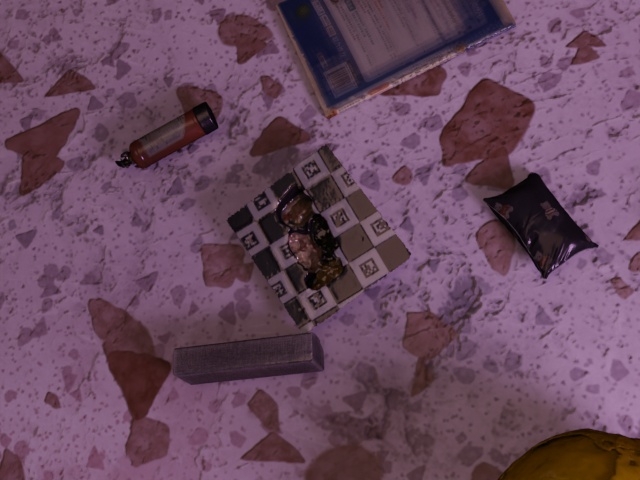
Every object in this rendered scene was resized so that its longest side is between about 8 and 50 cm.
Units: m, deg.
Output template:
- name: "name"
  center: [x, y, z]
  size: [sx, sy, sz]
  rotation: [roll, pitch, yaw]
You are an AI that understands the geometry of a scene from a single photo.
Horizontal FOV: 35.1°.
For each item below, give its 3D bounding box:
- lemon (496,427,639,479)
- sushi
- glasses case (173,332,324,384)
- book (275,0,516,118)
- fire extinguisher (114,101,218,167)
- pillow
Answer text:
- name: "lemon"
  center: [0.313, 0.365, 1.160]
  size: [0.297, 0.297, 0.297]
  rotation: [-4, 72, 13]
- name: "sushi"
  center: [0.000, 0.000, 1.476]
  size: [0.192, 0.050, 0.215]
  rotation: [-37, 73, 5]
- name: "glasses case"
  center: [-0.102, 0.168, 1.438]
  size: [0.204, 0.071, 0.047]
  rotation: [-8, 68, 12]
- name: "book"
  center: [0.112, -0.350, 1.576]
  size: [0.322, 0.018, 0.228]
  rotation: [-24, 70, 6]
- name: "fire extinguisher"
  center: [-0.247, -0.156, 1.590]
  size: [0.177, 0.050, 0.062]
  rotation: [-27, 27, 4]
- name: "pillow"
  center: [0.305, -0.025, 1.407]
  size: [0.090, 0.048, 0.150]
  rotation: [-35, 66, 4]
